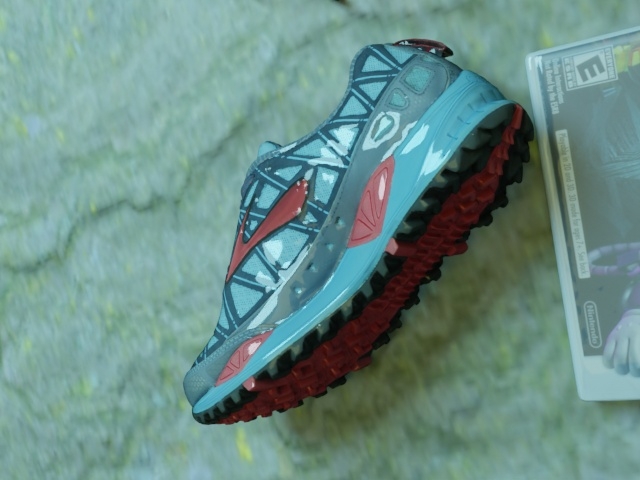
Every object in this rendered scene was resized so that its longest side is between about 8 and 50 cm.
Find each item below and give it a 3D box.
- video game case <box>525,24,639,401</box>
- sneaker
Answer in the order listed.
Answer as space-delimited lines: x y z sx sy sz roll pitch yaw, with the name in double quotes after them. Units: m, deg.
0.203 -0.018 0.340 0.173 0.022 0.191 -9 93 25 "video game case"
0.000 0.000 0.412 0.262 0.104 0.125 -49 58 18 "sneaker"
